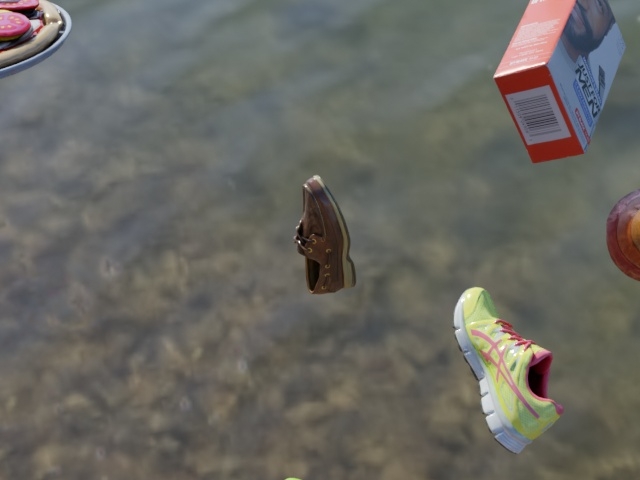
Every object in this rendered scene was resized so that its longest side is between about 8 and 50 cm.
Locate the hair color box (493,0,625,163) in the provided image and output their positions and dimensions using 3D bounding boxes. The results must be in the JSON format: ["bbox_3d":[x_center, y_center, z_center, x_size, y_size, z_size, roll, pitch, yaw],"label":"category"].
[{"bbox_3d":[0.209,-0.154,1.168,0.053,0.093,0.167,-10,34,32],"label":"hair color box"}]

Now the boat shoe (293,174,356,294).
[{"bbox_3d":[0.000,0.000,1.657,0.060,0.178,0.064,-23,44,-12],"label":"boat shoe"}]

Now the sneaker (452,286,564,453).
[{"bbox_3d":[0.224,0.137,1.576,0.094,0.081,0.208,-34,58,26],"label":"sneaker"}]

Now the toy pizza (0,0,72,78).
[{"bbox_3d":[-0.308,-0.174,1.123,0.201,0.032,0.201,-4,30,2],"label":"toy pizza"}]

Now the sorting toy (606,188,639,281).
[{"bbox_3d":[0.535,-0.014,1.631,0.366,0.126,0.127,-1,85,5],"label":"sorting toy"}]

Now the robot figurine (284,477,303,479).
[{"bbox_3d":[-0.009,0.285,1.401,0.115,0.101,0.067,21,77,-23],"label":"robot figurine"}]
